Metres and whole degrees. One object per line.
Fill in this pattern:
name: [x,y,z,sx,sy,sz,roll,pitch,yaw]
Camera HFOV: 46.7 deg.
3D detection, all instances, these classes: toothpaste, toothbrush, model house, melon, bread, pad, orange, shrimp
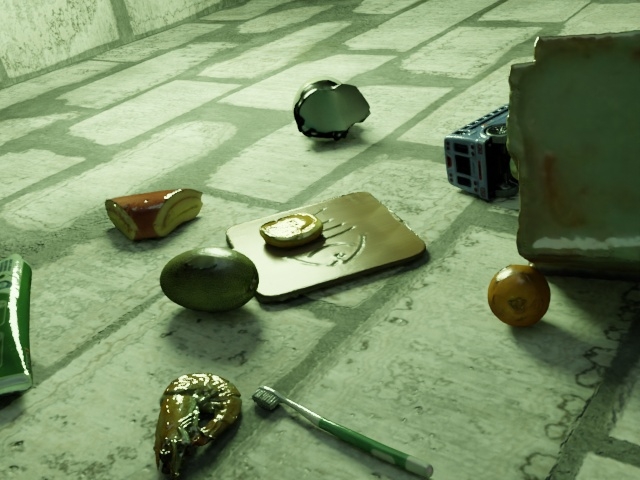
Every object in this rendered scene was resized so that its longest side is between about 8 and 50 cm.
toothpaste: [-0.479,0.120,1.131,0.098,0.061,0.392,-15,31,-10]
toothbrush: [0.017,0.213,0.839,0.257,0.018,0.024,14,39,38]
model house: [0.390,-0.101,1.027,0.245,0.312,0.280,0,-8,24]
melon: [-0.168,0.058,1.106,0.162,0.099,0.099,1,29,24]
bread: [-0.049,-0.019,1.252,0.110,0.024,0.110,-7,28,4]
pad: [0.000,0.000,1.244,0.286,0.018,0.284,-17,28,-12]
bread: [-0.320,-0.053,1.392,0.192,0.067,0.119,-9,28,1]
orange: [0.259,0.072,0.965,0.083,0.083,0.083,-7,28,4]
shrimp: [-0.148,0.217,0.875,0.099,0.041,0.180,8,28,1]

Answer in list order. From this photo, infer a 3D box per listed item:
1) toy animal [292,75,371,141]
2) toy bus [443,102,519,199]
toy animal: [0.019,-0.302,1.701,0.166,0.138,0.179,8,18,-9]
toy bus: [0.366,-0.189,1.373,0.292,0.125,0.133,-29,33,-30]
